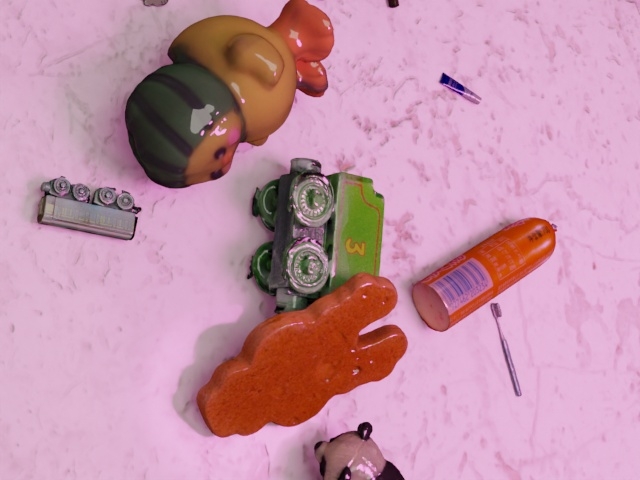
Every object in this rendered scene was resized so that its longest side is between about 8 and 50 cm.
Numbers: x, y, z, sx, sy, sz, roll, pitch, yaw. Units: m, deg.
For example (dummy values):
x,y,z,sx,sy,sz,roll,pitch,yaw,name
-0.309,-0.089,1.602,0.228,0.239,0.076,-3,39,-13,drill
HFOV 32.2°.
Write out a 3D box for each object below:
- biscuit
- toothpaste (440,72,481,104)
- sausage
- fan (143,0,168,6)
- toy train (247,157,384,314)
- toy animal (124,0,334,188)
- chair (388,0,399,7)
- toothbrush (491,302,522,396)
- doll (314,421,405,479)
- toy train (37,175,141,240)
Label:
x,y,z,sx,sy,sz,roll,pitch,yaw,name
-0.026,0.177,1.629,0.334,0.047,0.202,-28,129,-13,biscuit
0.242,-0.261,1.925,0.083,0.015,0.024,30,61,-17,toothpaste
0.292,0.041,1.863,0.312,0.093,0.093,-30,97,-29,sausage
-0.238,-0.382,1.679,0.083,0.004,0.056,-10,88,-31,fan
0.000,0.000,1.686,0.188,0.132,0.243,9,80,-32,toy train
-0.145,-0.218,1.606,0.191,0.216,0.338,42,65,13,toy animal
0.088,-0.556,1.803,0.186,0.160,0.319,-1,85,-31,chair
0.320,0.186,1.898,0.011,0.014,0.167,-16,90,-39,toothbrush
0.075,0.389,1.659,0.143,0.135,0.234,-29,87,-35,doll
-0.324,-0.045,1.561,0.148,0.038,0.071,12,80,-28,toy train
